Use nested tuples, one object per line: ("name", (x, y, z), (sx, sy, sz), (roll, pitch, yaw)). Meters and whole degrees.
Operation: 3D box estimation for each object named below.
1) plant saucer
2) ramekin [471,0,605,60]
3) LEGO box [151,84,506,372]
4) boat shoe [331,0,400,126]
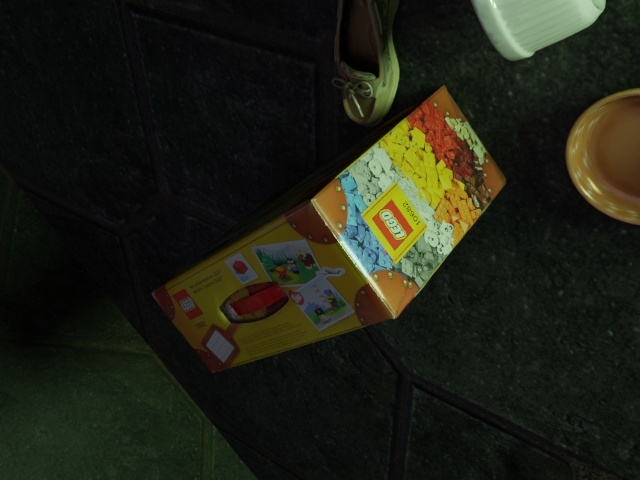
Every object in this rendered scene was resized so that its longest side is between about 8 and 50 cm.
("plant saucer", (0.434, -0.113, 0.899), (0.199, 0.037, 0.200), (24, 135, 26))
("ramekin", (0.247, -0.323, 0.767), (0.109, 0.207, 0.207), (-12, 114, 35))
("LEGO box", (0.000, 0.000, 1.120), (0.193, 0.372, 0.500), (54, 140, -8))
("boat shoe", (0.061, -0.297, 1.036), (0.104, 0.089, 0.285), (22, 135, 27))
